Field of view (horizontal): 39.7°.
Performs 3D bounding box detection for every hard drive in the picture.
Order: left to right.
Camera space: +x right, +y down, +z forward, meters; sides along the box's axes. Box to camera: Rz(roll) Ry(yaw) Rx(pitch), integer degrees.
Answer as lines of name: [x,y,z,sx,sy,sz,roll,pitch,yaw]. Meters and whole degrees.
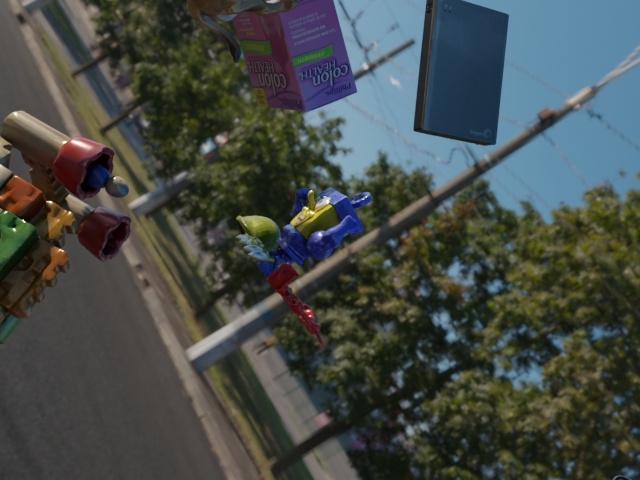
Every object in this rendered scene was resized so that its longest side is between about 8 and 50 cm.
hard drive: [0.141,-0.168,0.884,0.022,0.094,0.135,4,-92,60]

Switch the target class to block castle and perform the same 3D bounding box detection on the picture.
block castle: [-0.459,0.063,1.286,0.213,0.453,0.303,29,-26,10]

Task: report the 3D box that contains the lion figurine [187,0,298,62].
lion figurine: [-0.096,-0.420,1.221,0.142,0.392,0.240,34,24,17]

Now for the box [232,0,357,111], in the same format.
box: [-0.060,-0.377,1.656,0.213,0.117,0.243,22,-47,59]

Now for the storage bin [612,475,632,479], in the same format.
storage bin: [0.330,0.339,0.883,0.180,0.084,0.122,42,26,26]

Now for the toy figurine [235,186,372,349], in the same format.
toy figurine: [0.000,0.000,1.461,0.191,0.217,0.362,53,-3,-16]
